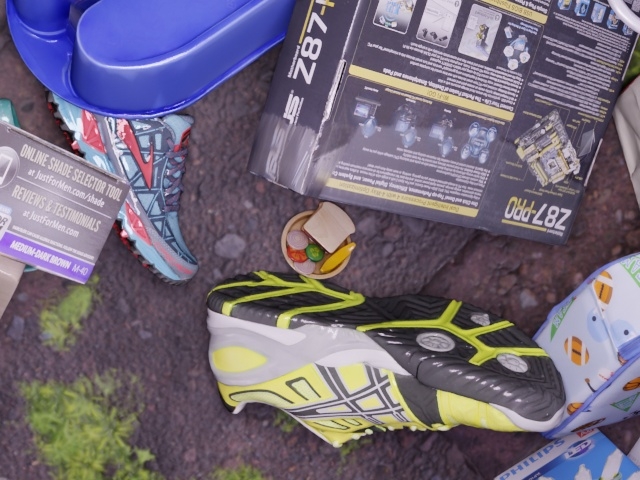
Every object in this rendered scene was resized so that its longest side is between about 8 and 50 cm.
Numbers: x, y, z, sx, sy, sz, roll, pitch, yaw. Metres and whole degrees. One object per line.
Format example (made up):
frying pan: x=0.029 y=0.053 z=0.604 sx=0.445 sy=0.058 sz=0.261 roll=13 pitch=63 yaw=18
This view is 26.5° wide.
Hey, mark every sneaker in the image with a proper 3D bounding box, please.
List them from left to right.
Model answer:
sneaker: x=-0.175 y=-0.079 z=1.379 sx=0.125 sy=0.104 sz=0.261 roll=-28 pitch=104 yaw=-4
sneaker: x=0.064 y=0.139 z=1.405 sx=0.385 sy=0.145 sz=0.147 roll=13 pitch=114 yaw=22

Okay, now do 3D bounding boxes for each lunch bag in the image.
lunch bag: x=0.353 y=0.095 z=1.386 sx=0.243 sy=0.303 sz=0.115 roll=-9 pitch=66 yaw=-24

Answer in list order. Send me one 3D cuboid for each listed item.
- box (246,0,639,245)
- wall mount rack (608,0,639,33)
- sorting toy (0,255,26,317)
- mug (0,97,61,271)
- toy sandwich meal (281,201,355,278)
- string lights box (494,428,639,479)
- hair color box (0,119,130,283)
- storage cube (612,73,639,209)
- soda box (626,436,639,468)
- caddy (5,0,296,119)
box: x=0.143 y=-0.174 z=1.318 sx=0.395 sy=0.097 sz=0.318 roll=9 pitch=100 yaw=-43
wall mount rack: x=0.452 y=-0.298 z=1.331 sx=0.304 sy=0.130 sz=0.350 roll=46 pitch=63 yaw=1
sorting toy: x=-0.439 y=0.057 z=1.291 sx=0.257 sy=0.255 sz=0.089 roll=24 pitch=56 yaw=-12
mug: x=-0.295 y=-0.053 z=1.368 sx=0.129 sy=0.097 sz=0.157 roll=21 pitch=97 yaw=-12
toy sandwich meal: x=0.000 y=0.000 z=1.444 sx=0.086 sy=0.029 sz=0.085 roll=5 pitch=70 yaw=-13
string lights box: x=0.290 y=0.295 z=1.443 sx=0.133 sy=0.259 sz=0.076 roll=-32 pitch=105 yaw=-2
hair color box: x=-0.357 y=-0.083 z=1.211 sx=0.185 sy=0.339 sz=0.110 roll=28 pitch=85 yaw=-56
storage cube: x=0.433 y=-0.099 z=1.399 sx=0.193 sy=0.215 sz=0.183 roll=-12 pitch=82 yaw=-6
soda box: x=0.438 y=0.198 z=1.545 sx=0.074 sy=0.069 sz=0.216 roll=32 pitch=96 yaw=-14
caddy: x=-0.141 y=-0.270 z=1.299 sx=0.341 sy=0.179 sz=0.241 roll=-36 pitch=85 yaw=-10
